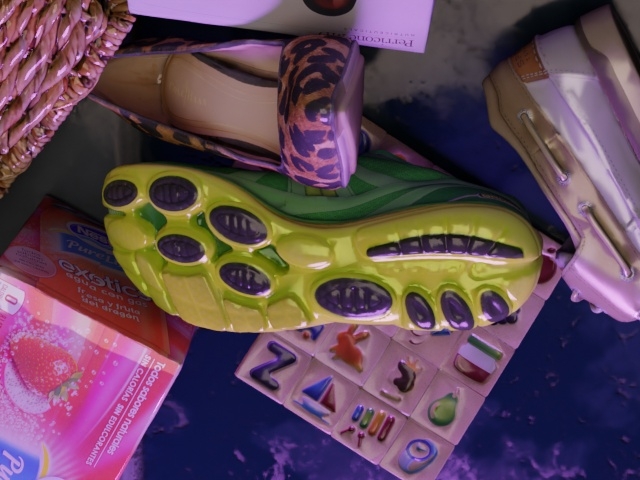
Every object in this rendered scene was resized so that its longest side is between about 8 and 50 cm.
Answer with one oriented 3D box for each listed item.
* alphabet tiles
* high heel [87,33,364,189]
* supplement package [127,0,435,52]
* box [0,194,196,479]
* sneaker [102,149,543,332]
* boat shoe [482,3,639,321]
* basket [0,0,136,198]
[{"bbox_3d":[0.026,0.030,1.252,0.237,0.009,0.198,33,88,-6],"label":"alphabet tiles"},{"bbox_3d":[-0.069,-0.085,1.112,0.186,0.261,0.093,5,95,-2],"label":"high heel"},{"bbox_3d":[-0.015,-0.235,1.070,0.194,0.149,0.203,8,154,2],"label":"supplement package"},{"bbox_3d":[-0.212,0.142,1.283,0.142,0.154,0.300,28,109,-6],"label":"box"},{"bbox_3d":[0.000,0.000,1.195,0.295,0.123,0.109,7,109,11],"label":"sneaker"},{"bbox_3d":[0.208,-0.001,1.214,0.103,0.113,0.302,-23,96,15],"label":"boat shoe"},{"bbox_3d":[-0.307,-0.137,1.188,0.223,0.213,0.299,16,124,-42],"label":"basket"}]
